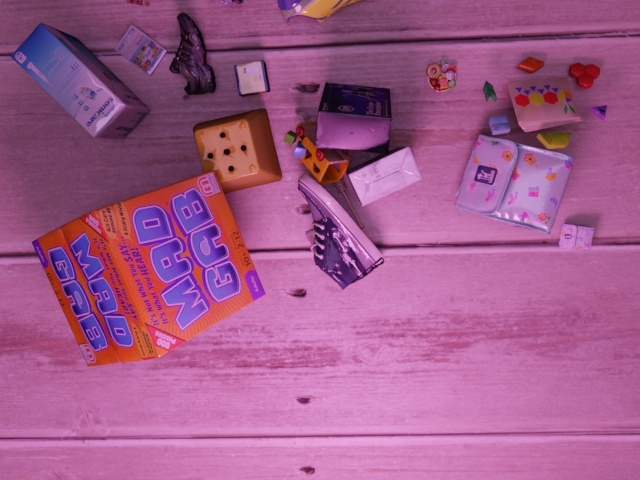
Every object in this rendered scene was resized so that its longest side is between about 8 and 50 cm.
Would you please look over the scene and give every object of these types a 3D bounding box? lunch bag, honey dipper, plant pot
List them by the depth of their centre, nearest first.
[{"bbox_3d":[0.517,-0.155,1.688,0.263,0.160,0.223,18,97,7],"label":"lunch bag"},{"bbox_3d":[-0.239,-0.241,1.692,0.212,0.187,0.212,-12,97,5],"label":"plant pot"},{"bbox_3d":[0.719,-0.008,1.750,0.083,0.053,0.071,10,97,10],"label":"lunch bag"},{"bbox_3d":[0.085,-0.105,1.777,0.031,0.030,0.160,-29,98,6],"label":"honey dipper"}]

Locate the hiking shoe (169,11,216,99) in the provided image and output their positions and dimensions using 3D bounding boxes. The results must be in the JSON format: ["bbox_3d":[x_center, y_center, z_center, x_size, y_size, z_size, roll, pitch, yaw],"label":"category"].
[{"bbox_3d":[-0.371,-0.509,1.713,0.114,0.086,0.226,-16,97,1],"label":"hiking shoe"}]

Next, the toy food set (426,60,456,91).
[{"bbox_3d":[0.338,-0.455,1.722,0.083,0.020,0.083,-12,96,4],"label":"toy food set"}]

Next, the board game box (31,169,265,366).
[{"bbox_3d":[-0.434,0.073,1.589,0.357,0.357,0.356,-16,99,43],"label":"board game box"}]

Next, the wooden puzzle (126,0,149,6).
[{"bbox_3d":[-0.512,-0.686,1.736,0.083,0.006,0.049,12,98,1],"label":"wooden puzzle"}]

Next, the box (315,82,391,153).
[{"bbox_3d":[0.089,-0.324,1.622,0.185,0.261,0.103,4,120,2],"label":"box"}]

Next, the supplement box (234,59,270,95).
[{"bbox_3d":[-0.189,-0.449,1.728,0.083,0.056,0.083,-9,97,4],"label":"supplement box"}]

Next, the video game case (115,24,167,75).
[{"bbox_3d":[-0.506,-0.536,1.753,0.122,0.011,0.087,37,97,-2],"label":"video game case"}]

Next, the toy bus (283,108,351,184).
[{"bbox_3d":[-0.013,-0.246,1.720,0.191,0.202,0.104,23,128,-8],"label":"toy bus"}]

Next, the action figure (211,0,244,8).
[{"bbox_3d":[-0.207,-0.715,1.647,0.285,0.099,0.185,2,86,31],"label":"action figure"}]

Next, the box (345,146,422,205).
[{"bbox_3d":[0.160,-0.174,1.633,0.169,0.290,0.087,-25,97,4],"label":"box"}]

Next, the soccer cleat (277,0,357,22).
[{"bbox_3d":[0.028,-0.659,1.690,0.290,0.093,0.121,-8,128,-1],"label":"soccer cleat"}]

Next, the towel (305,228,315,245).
[{"bbox_3d":[0.000,0.000,1.803,0.060,0.009,0.083,-30,96,5],"label":"towel"}]

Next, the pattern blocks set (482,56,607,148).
[{"bbox_3d":[0.597,-0.368,1.656,0.325,0.026,0.285,2,66,-1],"label":"pattern blocks set"}]

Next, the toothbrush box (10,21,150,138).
[{"bbox_3d":[-0.634,-0.418,1.672,0.126,0.216,0.295,-44,93,7],"label":"toothbrush box"}]

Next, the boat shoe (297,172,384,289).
[{"bbox_3d":[0.017,-0.016,1.730,0.158,0.127,0.340,-42,98,-2],"label":"boat shoe"}]
